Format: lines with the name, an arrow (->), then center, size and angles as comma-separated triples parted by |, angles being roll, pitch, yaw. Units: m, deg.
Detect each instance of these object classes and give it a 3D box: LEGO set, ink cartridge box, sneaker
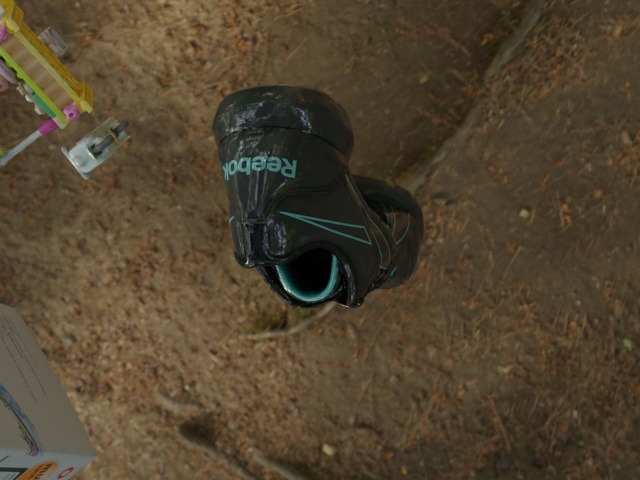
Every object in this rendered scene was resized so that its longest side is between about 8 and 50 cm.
LEGO set -> -0.281, -0.162, 0.777 | 0.107, 0.132, 0.287 | -36, 97, 7
ink cartridge box -> -0.328, 0.145, 0.760 | 0.171, 0.232, 0.168 | -37, 69, 5
sneaker -> 0.000, 0.000, 0.631 | 0.101, 0.267, 0.106 | -7, 70, 21
